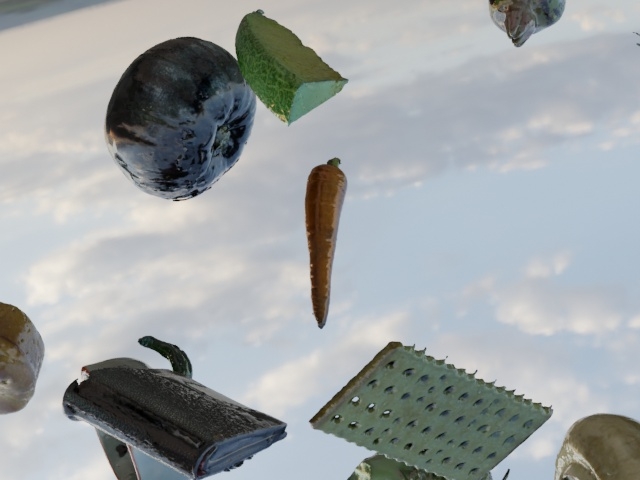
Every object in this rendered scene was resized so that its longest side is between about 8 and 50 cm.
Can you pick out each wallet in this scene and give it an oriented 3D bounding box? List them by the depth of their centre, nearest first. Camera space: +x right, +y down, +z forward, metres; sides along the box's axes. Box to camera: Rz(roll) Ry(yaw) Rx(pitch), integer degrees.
[{"bbox_3d":[-0.187,0.234,1.454,0.221,0.071,0.262,18,-174,23],"label":"wallet"}]

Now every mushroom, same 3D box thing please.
[{"bbox_3d":[0.404,0.377,1.531,0.234,0.254,0.260,-12,164,-17],"label":"mushroom"}]

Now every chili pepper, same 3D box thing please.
[{"bbox_3d":[-0.237,0.189,1.721,0.055,0.118,0.035,-31,167,-41],"label":"chili pepper"}]

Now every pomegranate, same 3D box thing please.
[{"bbox_3d":[0.365,-0.407,1.910,0.138,0.163,0.125,-7,161,34],"label":"pomegranate"}]

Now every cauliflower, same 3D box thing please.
[{"bbox_3d":[0.172,0.408,1.903,0.315,0.239,0.256,-6,-122,-2],"label":"cauliflower"}]

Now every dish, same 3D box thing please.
[{"bbox_3d":[-0.273,0.294,1.684,0.117,0.256,0.256,-21,-164,-23],"label":"dish"}]

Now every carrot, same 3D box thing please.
[{"bbox_3d":[0.000,0.000,1.522,0.061,0.256,0.061,6,162,2],"label":"carrot"}]

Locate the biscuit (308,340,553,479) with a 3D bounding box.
[{"bbox_3d":[0.116,0.178,1.082,0.139,0.231,0.016,-47,-145,23],"label":"biscuit"}]

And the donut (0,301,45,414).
[{"bbox_3d":[-0.680,0.214,2.009,0.299,0.317,0.150,-52,-160,43],"label":"donut"}]

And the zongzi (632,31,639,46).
[{"bbox_3d":[0.431,-0.231,1.178,0.062,0.130,0.154,1,-148,-45],"label":"zongzi"}]

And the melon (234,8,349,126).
[{"bbox_3d":[-0.045,-0.230,1.305,0.114,0.053,0.262,-9,-141,-18],"label":"melon"}]

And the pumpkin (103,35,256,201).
[{"bbox_3d":[-0.192,-0.166,1.491,0.163,0.233,0.233,29,-148,16],"label":"pumpkin"}]
